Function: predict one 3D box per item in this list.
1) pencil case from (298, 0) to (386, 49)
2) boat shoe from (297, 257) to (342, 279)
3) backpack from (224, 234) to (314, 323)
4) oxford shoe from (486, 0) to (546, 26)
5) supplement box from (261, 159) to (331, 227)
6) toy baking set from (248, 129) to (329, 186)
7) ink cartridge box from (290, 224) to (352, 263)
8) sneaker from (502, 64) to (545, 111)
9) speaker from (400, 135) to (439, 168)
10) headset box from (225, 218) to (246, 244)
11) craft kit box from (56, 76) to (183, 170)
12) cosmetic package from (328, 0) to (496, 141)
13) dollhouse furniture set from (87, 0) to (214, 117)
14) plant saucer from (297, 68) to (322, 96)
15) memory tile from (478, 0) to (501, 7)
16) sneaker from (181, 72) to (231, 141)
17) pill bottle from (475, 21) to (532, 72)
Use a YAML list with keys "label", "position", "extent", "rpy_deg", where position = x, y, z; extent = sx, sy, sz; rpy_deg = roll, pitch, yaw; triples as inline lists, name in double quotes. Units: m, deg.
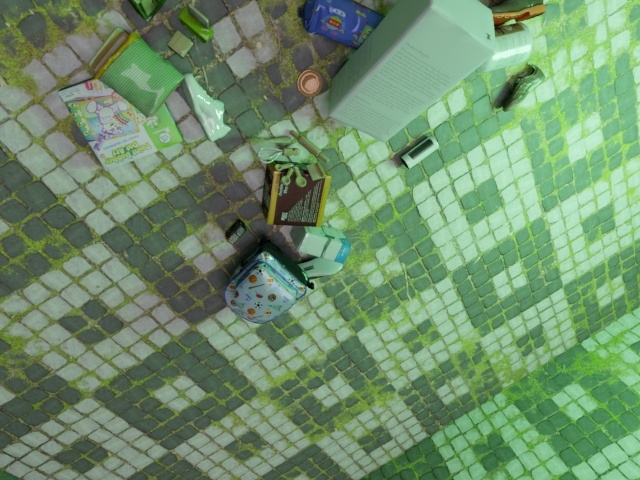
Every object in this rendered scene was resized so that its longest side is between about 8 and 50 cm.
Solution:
- label: "pencil case"
  position: [0.091, -0.635, 1.280]
  extent: [0.306, 0.119, 0.133]
  rpy_deg: [12, 119, -23]
- label: "boat shoe"
  position: [-0.024, 0.113, 1.685]
  extent: [0.220, 0.077, 0.070]
  rpy_deg: [-10, 161, -6]
- label: "backpack"
  position: [-0.204, 0.173, 1.548]
  extent: [0.263, 0.213, 0.276]
  rpy_deg: [-40, 101, 22]
- label: "oxford shoe"
  position: [0.607, -0.760, 1.398]
  extent: [0.272, 0.097, 0.098]
  rpy_deg: [-19, 102, -21]
- label: "supplement box"
  position: [-0.089, -0.161, 1.476]
  extent: [0.194, 0.129, 0.191]
  rpy_deg: [2, 117, -19]
- label: "toy baking set"
  position: [-0.096, -0.276, 1.383]
  extent: [0.197, 0.256, 0.030]
  rpy_deg: [-42, 171, -33]
- label: "ink cartridge box"
  position: [0.000, 0.000, 1.585]
  extent: [0.191, 0.139, 0.082]
  rpy_deg: [18, 112, -25]
- label: "sneaker"
  position: [0.724, -0.554, 1.571]
  extent: [0.188, 0.066, 0.071]
  rpy_deg: [-45, 105, 3]
- label: "speaker"
  position: [0.362, -0.321, 1.577]
  extent: [0.136, 0.055, 0.055]
  rpy_deg: [-36, 122, 4]
- label: "headset box"
  position: [-0.302, -0.028, 1.520]
  extent: [0.083, 0.062, 0.032]
  rpy_deg: [-46, 120, 9]
- label: "craft kit box"
  position: [-0.572, -0.362, 1.259]
  extent: [0.250, 0.061, 0.246]
  rpy_deg: [-23, 125, -4]
- label: "cosmetic package"
  position: [0.237, -0.495, 1.234]
  extent: [0.230, 0.161, 0.453]
  rpy_deg: [19, 152, -26]
- label: "dollhouse furniture set"
  position: [-0.443, -0.497, 1.115]
  extent: [0.198, 0.151, 0.301]
  rpy_deg: [38, 90, -18]
- label: "plant saucer"
  position: [-0.033, -0.501, 1.377]
  extent: [0.084, 0.013, 0.083]
  rpy_deg: [-7, 119, -13]
- label: "memory tile"
  position: [0.552, -0.819, 1.392]
  extent: [0.113, 0.012, 0.147]
  rpy_deg: [12, 112, -23]
- label: "sneaker"
  position: [-0.340, -0.411, 1.302]
  extent: [0.094, 0.080, 0.212]
  rpy_deg: [-31, 130, -14]
- label: "pill bottle"
  position: [0.562, -0.630, 1.428]
  extent: [0.230, 0.131, 0.131]
  rpy_deg: [-17, 121, -9]
